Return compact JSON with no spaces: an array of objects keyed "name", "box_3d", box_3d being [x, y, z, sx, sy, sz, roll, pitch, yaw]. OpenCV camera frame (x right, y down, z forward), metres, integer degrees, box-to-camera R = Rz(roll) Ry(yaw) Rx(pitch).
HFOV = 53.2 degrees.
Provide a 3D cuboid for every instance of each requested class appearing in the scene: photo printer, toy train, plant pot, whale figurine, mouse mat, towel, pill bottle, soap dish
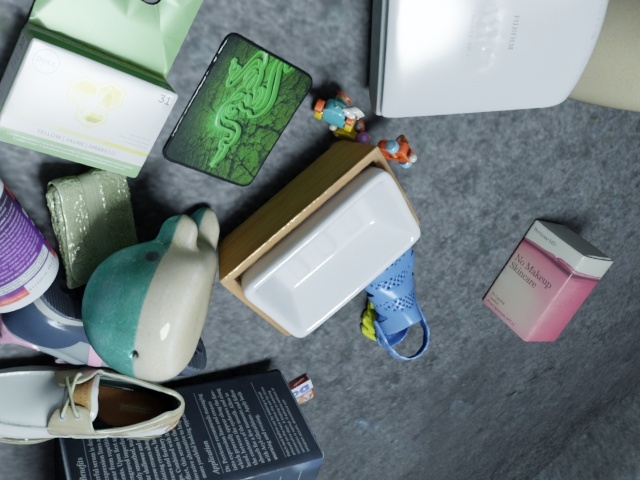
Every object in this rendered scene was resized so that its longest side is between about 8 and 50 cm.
[{"name":"photo printer","box_3d":[0.223,-0.293,0.846,0.308,0.107,0.255,-4,130,-5]},{"name":"toy train","box_3d":[0.067,-0.164,0.913,0.166,0.125,0.046,34,76,-47]},{"name":"plant pot","box_3d":[0.456,-0.303,0.958,0.257,0.274,0.256,-19,134,-22]},{"name":"whale figurine","box_3d":[-0.211,0.053,0.831,0.141,0.272,0.216,13,124,-1]},{"name":"mouse mat","box_3d":[-0.108,-0.166,0.860,0.153,0.007,0.189,17,112,-44]},{"name":"towel","box_3d":[-0.281,-0.019,0.803,0.110,0.027,0.148,-30,128,-44]},{"name":"pill bottle","box_3d":[-0.385,-0.016,0.707,0.108,0.108,0.193,-29,137,-13]},{"name":"soap dish","box_3d":[0.000,0.000,0.984,0.291,0.118,0.229,-40,144,0]}]

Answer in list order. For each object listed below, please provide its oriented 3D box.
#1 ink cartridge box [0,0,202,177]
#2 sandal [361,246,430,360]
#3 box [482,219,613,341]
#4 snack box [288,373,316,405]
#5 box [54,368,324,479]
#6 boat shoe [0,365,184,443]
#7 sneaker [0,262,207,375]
[{"name":"ink cartridge box","box_3d":[-0.237,-0.198,0.704,0.171,0.056,0.235,15,117,-42]},{"name":"sandal","box_3d":[0.142,0.109,1.182,0.126,0.138,0.317,-28,135,-12]},{"name":"box","box_3d":[0.499,0.091,1.418,0.127,0.148,0.232,7,119,-39]},{"name":"snack box","box_3d":[-0.095,0.335,1.284,0.178,0.022,0.064,-28,135,-13]},{"name":"box","box_3d":[-0.235,0.423,1.096,0.396,0.212,0.293,-5,128,-27]},{"name":"boat shoe","box_3d":[-0.342,0.225,0.905,0.303,0.113,0.103,10,149,-33]},{"name":"sneaker","box_3d":[-0.304,0.137,0.919,0.131,0.112,0.319,-33,138,17]}]
